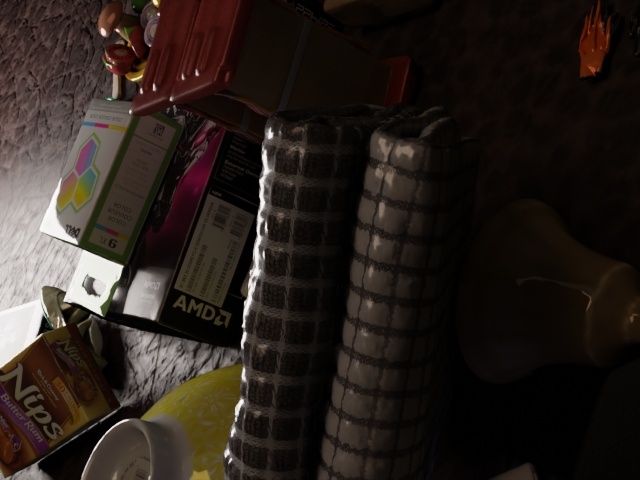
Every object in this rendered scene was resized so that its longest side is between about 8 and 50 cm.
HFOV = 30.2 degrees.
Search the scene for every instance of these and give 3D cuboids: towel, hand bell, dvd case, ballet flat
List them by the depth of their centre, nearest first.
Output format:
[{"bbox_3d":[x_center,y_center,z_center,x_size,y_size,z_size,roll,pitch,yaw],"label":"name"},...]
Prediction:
[{"bbox_3d":[0.212,0.054,0.703,0.242,0.126,0.126,14,80,45],"label":"hand bell"},{"bbox_3d":[0.025,0.030,0.756,0.284,0.121,0.234,-34,-49,-76],"label":"towel"},{"bbox_3d":[-0.282,0.101,1.385,0.052,0.057,0.168,-43,47,12],"label":"ballet flat"},{"bbox_3d":[-0.420,0.174,1.542,0.239,0.030,0.179,-16,56,48],"label":"dvd case"}]

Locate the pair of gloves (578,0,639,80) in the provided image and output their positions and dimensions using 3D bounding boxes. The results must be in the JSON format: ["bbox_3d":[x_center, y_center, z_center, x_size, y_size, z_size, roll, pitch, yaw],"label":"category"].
[{"bbox_3d":[0.227,-0.159,0.881,0.083,0.010,0.074,-15,56,46],"label":"pair of gloves"}]

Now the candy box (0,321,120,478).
[{"bbox_3d":[-0.314,0.180,1.324,0.187,0.053,0.109,-35,82,36],"label":"candy box"}]

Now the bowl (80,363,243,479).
[{"bbox_3d":[-0.102,0.219,0.960,0.289,0.156,0.289,-32,45,39],"label":"bowl"}]

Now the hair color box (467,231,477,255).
[{"bbox_3d":[0.054,0.048,0.947,0.167,0.053,0.093,-56,34,11],"label":"hair color box"}]

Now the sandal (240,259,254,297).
[{"bbox_3d":[0.003,-0.009,1.043,0.265,0.076,0.102,-49,19,61],"label":"sandal"}]

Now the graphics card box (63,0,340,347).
[{"bbox_3d":[-0.127,-0.083,1.246,0.233,0.094,0.370,5,75,55],"label":"graphics card box"}]

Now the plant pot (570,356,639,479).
[{"bbox_3d":[0.227,0.132,0.551,0.187,0.188,0.167,-35,36,38],"label":"plant pot"}]

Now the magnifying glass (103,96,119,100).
[{"bbox_3d":[-0.254,-0.132,1.520,0.231,0.026,0.092,20,86,59],"label":"magnifying glass"}]

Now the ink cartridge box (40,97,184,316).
[{"bbox_3d":[-0.224,-0.038,1.209,0.109,0.062,0.209,15,82,56],"label":"ink cartridge box"}]

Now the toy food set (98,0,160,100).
[{"bbox_3d":[-0.240,-0.280,1.549,0.218,0.071,0.128,-32,45,40],"label":"toy food set"}]

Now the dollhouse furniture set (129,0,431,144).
[{"bbox_3d":[-0.007,-0.258,1.095,0.152,0.201,0.374,-4,67,53],"label":"dollhouse furniture set"}]

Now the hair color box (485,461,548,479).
[{"bbox_3d":[0.014,0.289,0.701,0.339,0.110,0.185,-27,45,17],"label":"hair color box"}]
